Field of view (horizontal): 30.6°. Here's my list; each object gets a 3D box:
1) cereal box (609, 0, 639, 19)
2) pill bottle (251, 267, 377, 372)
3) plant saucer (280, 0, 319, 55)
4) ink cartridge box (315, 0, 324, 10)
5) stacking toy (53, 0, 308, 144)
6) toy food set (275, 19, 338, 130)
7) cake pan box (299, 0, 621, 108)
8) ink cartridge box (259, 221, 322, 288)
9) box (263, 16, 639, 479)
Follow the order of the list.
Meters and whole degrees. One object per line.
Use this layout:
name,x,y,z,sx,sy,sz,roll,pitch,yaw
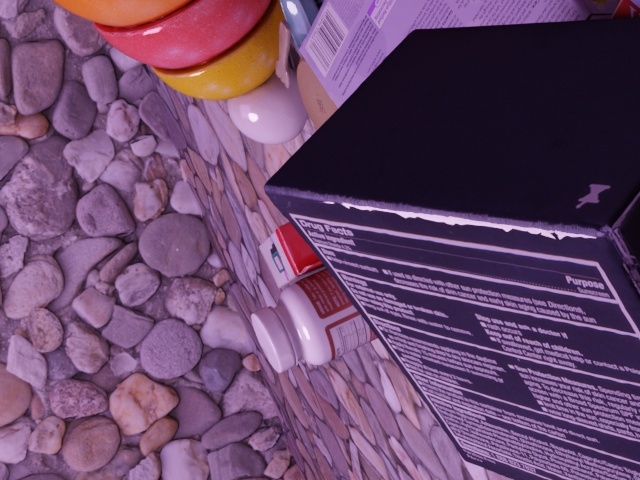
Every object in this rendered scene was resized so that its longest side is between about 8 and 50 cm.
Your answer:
cereal box,0.245,-0.065,0.774,0.173,0.047,0.240,40,159,10
pill bottle,0.019,0.098,1.631,0.121,0.216,0.121,59,164,28
plant saucer,-0.017,-0.250,1.335,0.119,0.021,0.119,156,90,-82
ink cartridge box,0.108,-0.149,1.212,0.324,0.071,0.330,69,167,-11
stacking toy,-0.157,-0.303,1.578,0.480,0.351,0.350,56,174,-36
toy food set,0.016,-0.156,1.305,0.192,0.039,0.132,56,162,20
cake pan box,0.105,-0.166,0.971,0.245,0.070,0.267,59,137,30
ink cartridge box,0.000,0.000,1.711,0.078,0.134,0.231,65,165,3
box,0.173,0.023,0.745,0.296,0.182,0.294,11,144,52
